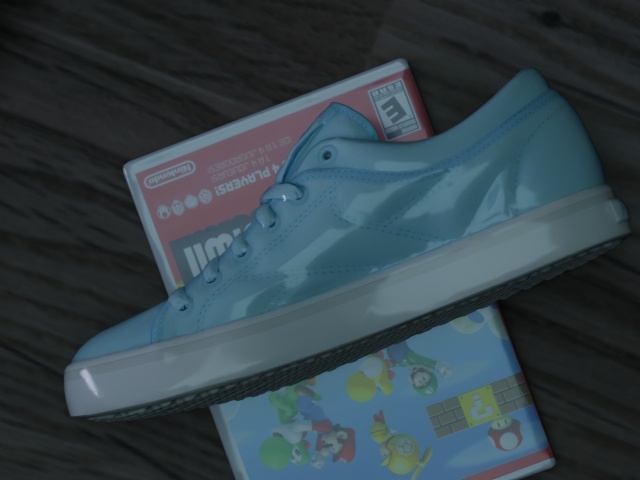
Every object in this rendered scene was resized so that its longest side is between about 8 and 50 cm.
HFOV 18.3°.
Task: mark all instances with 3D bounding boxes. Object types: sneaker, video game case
[{"bbox_3d":[0.000,0.000,1.241,0.366,0.135,0.150,-21,80,-3],"label":"sneaker"},{"bbox_3d":[0.011,0.048,1.308,0.204,0.025,0.285,-21,88,6],"label":"video game case"}]
